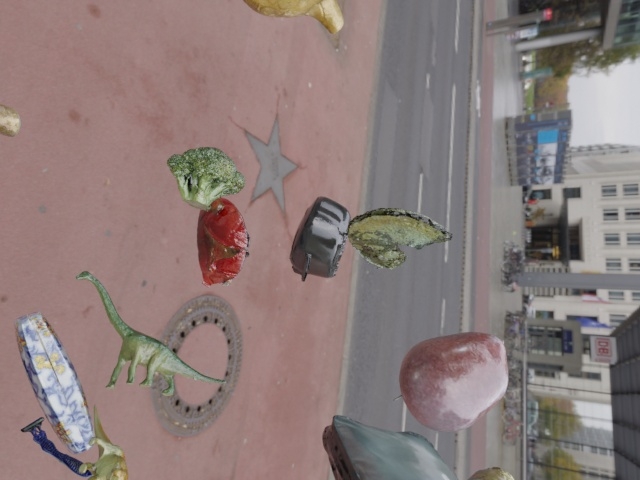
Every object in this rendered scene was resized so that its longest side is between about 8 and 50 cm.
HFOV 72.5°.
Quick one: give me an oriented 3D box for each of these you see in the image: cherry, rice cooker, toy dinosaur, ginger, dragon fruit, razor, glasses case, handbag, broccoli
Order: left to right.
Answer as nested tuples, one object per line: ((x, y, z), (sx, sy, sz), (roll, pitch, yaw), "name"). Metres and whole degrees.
((-0.444, 0.239, 0.732), (0.065, 0.086, 0.248), (-23, 94, -43), "glasses case")
((-0.478, 0.388, 0.802), (0.028, 0.154, 0.044), (-57, 174, 16), "razor")
((-0.181, 0.179, 0.363), (0.026, 0.113, 0.041), (-45, 147, -8), "toy dinosaur")
((-0.473, 0.262, 1.211), (0.446, 0.087, 0.301), (16, 49, -22), "toy dinosaur")
((-0.249, -0.140, 0.935), (0.162, 0.145, 0.138), (33, 62, -50), "broccoli")
((-0.366, -0.006, 1.564), (0.100, 0.282, 0.344), (7, 77, -51), "dragon fruit")
((-0.001, 0.001, 0.993), (0.142, 0.118, 0.203), (-68, 175, -53), "rice cooker")
((0.123, 0.328, 0.508), (0.191, 0.332, 0.075), (23, 98, -20), "handbag")
((0.323, 0.340, 1.073), (0.221, 0.307, 0.261), (62, 9, 24), "cherry")
((0.363, 0.575, 0.962), (0.263, 0.116, 0.110), (26, 48, -56), "ginger")

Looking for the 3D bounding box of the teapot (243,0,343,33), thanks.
((-0.029, -0.409, 0.552), (0.311, 0.166, 0.204), (67, 35, -54), "teapot")

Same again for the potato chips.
((0.151, 0.000, 0.911), (0.220, 0.201, 0.029), (108, -8, -58), "potato chips")

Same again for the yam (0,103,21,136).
((-0.673, -0.246, 0.743), (0.299, 0.066, 0.066), (16, 75, -61), "yam")
